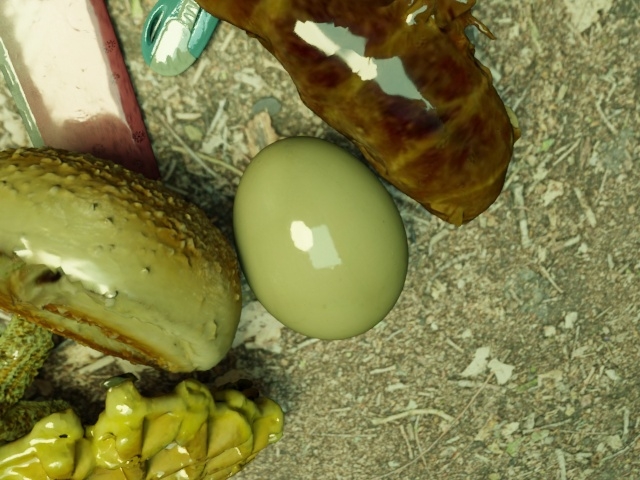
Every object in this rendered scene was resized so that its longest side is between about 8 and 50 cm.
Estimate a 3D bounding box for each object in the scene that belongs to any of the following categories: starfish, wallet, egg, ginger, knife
[{"bbox_3d":[-0.404,0.215,0.537,0.357,0.078,0.347,-30,130,-42],"label":"starfish"},{"bbox_3d":[-0.261,-0.157,0.525,0.119,0.025,0.232,-13,114,-4],"label":"wallet"},{"bbox_3d":[0.000,0.000,0.549,0.185,0.186,0.242,-22,115,0],"label":"egg"},{"bbox_3d":[0.080,-0.199,0.487,0.254,0.176,0.418,-41,110,12],"label":"ginger"},{"bbox_3d":[-0.118,-0.269,0.499,0.064,0.031,0.222,26,106,-16],"label":"knife"}]

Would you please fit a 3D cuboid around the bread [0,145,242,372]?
[{"bbox_3d":[-0.210,0.021,0.493,0.305,0.305,0.159,31,65,-20],"label":"bread"}]

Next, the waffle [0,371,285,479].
[{"bbox_3d":[-0.242,0.278,0.572,0.379,0.095,0.382,-36,150,16],"label":"waffle"}]
